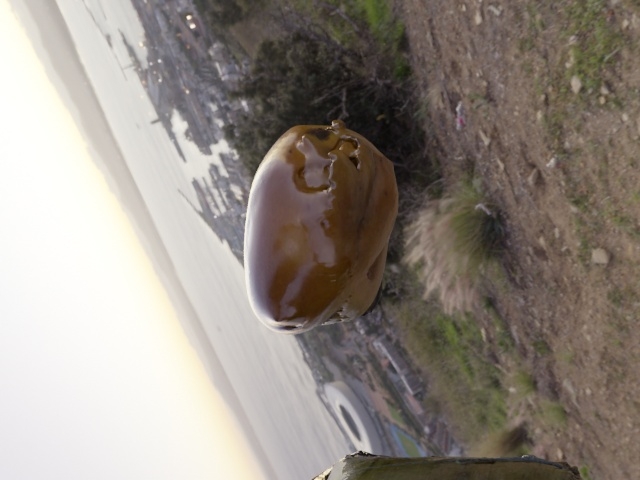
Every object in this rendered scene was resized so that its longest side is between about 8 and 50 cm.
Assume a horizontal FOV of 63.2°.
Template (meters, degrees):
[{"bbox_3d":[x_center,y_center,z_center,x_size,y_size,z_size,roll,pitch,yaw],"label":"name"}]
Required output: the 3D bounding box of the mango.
[{"bbox_3d":[0.000,0.000,0.590,0.153,0.201,0.287,18,134,14],"label":"mango"}]

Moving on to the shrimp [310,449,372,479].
[{"bbox_3d":[0.037,0.445,0.935,0.075,0.178,0.289,45,131,6],"label":"shrimp"}]

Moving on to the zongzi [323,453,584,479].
[{"bbox_3d":[0.121,0.340,0.544,0.393,0.356,0.174,21,-120,-67],"label":"zongzi"}]
